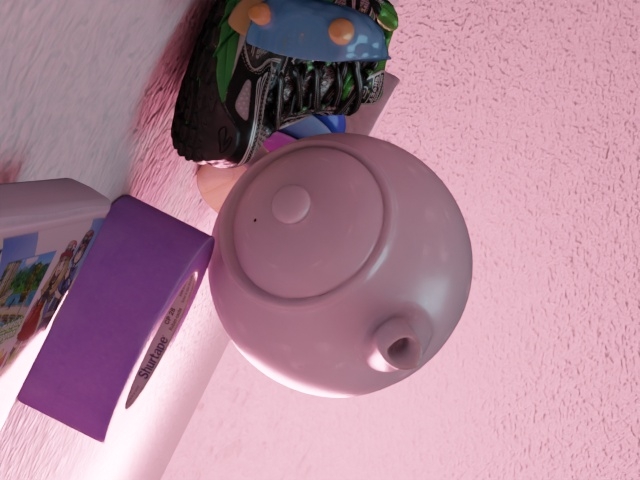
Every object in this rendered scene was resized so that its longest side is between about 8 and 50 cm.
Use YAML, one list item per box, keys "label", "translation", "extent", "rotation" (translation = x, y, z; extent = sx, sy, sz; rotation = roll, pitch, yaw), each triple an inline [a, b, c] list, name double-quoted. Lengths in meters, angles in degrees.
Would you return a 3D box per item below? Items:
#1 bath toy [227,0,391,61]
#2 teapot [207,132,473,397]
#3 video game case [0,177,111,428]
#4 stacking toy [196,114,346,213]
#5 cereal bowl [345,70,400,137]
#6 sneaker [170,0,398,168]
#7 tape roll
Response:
- label: "bath toy"
  translation: [0.038, -0.292, 0.841]
  extent: [0.129, 0.151, 0.348]
  rotation: [-13, 125, -61]
- label: "teapot"
  translation: [0.000, 0.000, 1.079]
  extent: [0.187, 0.256, 0.252]
  rotation: [50, 48, -58]
- label: "video game case"
  translation: [-0.218, 0.113, 0.559]
  extent: [0.300, 0.036, 0.329]
  rotation: [-62, 175, 7]
- label: "stacking toy"
  translation: [-0.015, -0.171, 1.373]
  extent: [0.141, 0.141, 0.330]
  rotation: [112, -1, -66]
- label: "cereal bowl"
  translation: [-0.035, -0.083, 1.576]
  extent: [0.339, 0.141, 0.339]
  rotation: [-63, 178, -5]
- label: "sneaker"
  translation: [-0.016, -0.155, 1.031]
  extent: [0.134, 0.146, 0.343]
  rotation: [-65, 177, 36]
- label: "tape roll"
  translation: [-0.163, 0.064, 1.016]
  extent: [0.189, 0.080, 0.189]
  rotation: [26, 90, -88]
